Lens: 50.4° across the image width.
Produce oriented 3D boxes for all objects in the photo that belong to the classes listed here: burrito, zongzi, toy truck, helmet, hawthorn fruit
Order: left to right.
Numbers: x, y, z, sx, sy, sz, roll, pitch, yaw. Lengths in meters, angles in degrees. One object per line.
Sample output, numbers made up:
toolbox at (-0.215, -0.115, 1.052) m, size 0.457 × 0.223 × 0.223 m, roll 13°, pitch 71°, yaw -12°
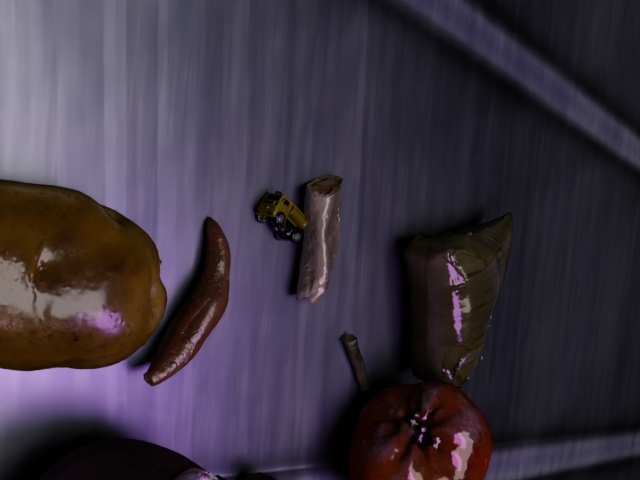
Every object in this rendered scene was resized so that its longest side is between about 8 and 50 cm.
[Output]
helmet at (-0.245, 0.392, 0.878) m, size 0.271 × 0.197 × 0.338 m, roll -55°, pitch 134°, yaw -13°
toy truck at (-0.062, -0.038, 1.084) m, size 0.083 × 0.049 × 0.054 m, roll 47°, pitch 63°, yaw -42°
burrito at (0.000, 0.000, 1.142) m, size 0.087 × 0.060 × 0.226 m, roll 0°, pitch 98°, yaw -66°
hawthorn fruit at (0.188, 0.401, 1.277) m, size 0.284 × 0.284 × 0.284 m, roll -11°, pitch 106°, yaw -44°
zongzi at (0.317, 0.115, 1.437) m, size 0.360 × 0.160 × 0.323 m, roll -23°, pitch 120°, yaw -48°

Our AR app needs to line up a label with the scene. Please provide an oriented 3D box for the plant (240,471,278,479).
plant at (-0.055, 0.497, 1.137) m, size 0.164 × 0.142 × 0.256 m, roll -49°, pitch 117°, yaw -28°

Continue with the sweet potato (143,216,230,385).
sweet potato at (-0.178, 0.095, 0.989) m, size 0.078 × 0.058 × 0.255 m, roll 28°, pitch 73°, yaw -24°

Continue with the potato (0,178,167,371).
potato at (-0.331, 0.037, 0.754) m, size 0.369 × 0.176 × 0.195 m, roll 15°, pitch 114°, yaw -42°

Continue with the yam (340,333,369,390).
yam at (0.067, 0.232, 1.288) m, size 0.027 × 0.033 × 0.129 m, roll -63°, pitch 144°, yaw -51°
